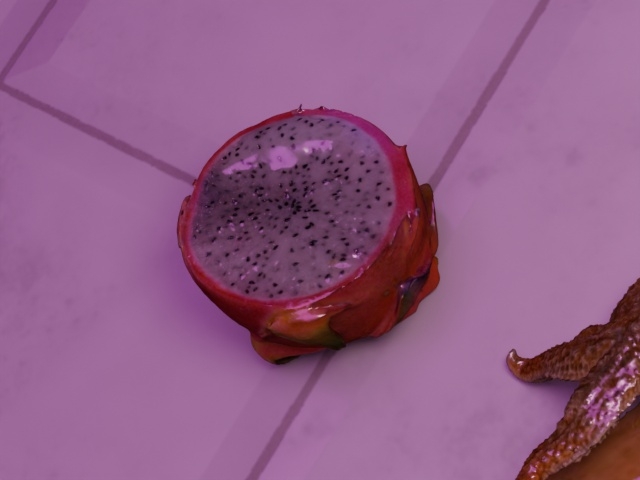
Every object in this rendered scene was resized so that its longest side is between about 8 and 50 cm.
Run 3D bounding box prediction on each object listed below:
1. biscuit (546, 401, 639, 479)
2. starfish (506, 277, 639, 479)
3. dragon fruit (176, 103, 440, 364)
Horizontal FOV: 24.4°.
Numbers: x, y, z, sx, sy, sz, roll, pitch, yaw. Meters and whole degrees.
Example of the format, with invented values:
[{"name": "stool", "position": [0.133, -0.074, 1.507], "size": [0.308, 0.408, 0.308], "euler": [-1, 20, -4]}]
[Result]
[{"name": "biscuit", "position": [0.371, 0.318, 1.387], "size": [0.365, 0.062, 0.385], "euler": [-41, 57, 1]}, {"name": "starfish", "position": [0.317, 0.115, 1.432], "size": [0.375, 0.094, 0.327], "euler": [-40, 33, -6]}, {"name": "dragon fruit", "position": [0.000, 0.000, 1.639], "size": [0.291, 0.189, 0.290], "euler": [-8, 59, 13]}]
